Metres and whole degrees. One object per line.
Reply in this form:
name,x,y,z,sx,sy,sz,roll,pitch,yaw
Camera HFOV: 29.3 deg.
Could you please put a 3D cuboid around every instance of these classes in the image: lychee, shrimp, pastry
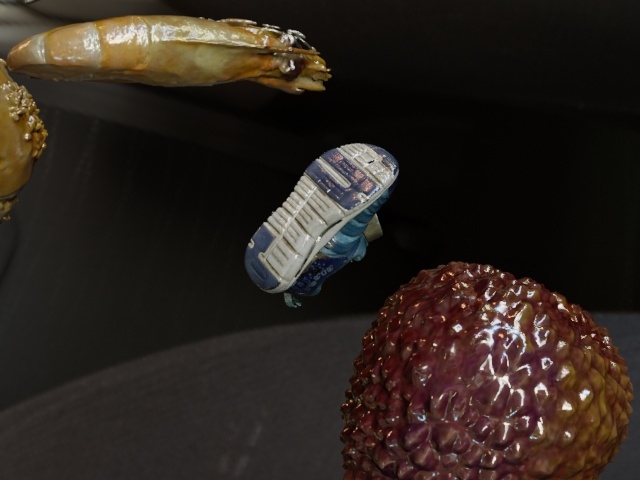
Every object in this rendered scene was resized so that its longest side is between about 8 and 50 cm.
lychee,0.131,0.150,1.070,0.271,0.271,0.271,-54,20,30
shrimp,-0.110,-0.128,0.899,0.133,0.236,0.053,137,129,-71
pastry,-0.487,-0.136,1.664,0.255,0.162,0.311,55,133,19

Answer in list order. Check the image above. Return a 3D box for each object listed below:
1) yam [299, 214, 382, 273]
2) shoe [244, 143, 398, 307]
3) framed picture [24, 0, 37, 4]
yam,0.000,0.000,1.652,0.169,0.068,0.068,-25,24,4
shoe,0.011,-0.017,1.360,0.207,0.106,0.091,-49,52,5
framed picture,-0.259,-0.391,1.234,0.189,0.260,0.023,-23,5,-5
